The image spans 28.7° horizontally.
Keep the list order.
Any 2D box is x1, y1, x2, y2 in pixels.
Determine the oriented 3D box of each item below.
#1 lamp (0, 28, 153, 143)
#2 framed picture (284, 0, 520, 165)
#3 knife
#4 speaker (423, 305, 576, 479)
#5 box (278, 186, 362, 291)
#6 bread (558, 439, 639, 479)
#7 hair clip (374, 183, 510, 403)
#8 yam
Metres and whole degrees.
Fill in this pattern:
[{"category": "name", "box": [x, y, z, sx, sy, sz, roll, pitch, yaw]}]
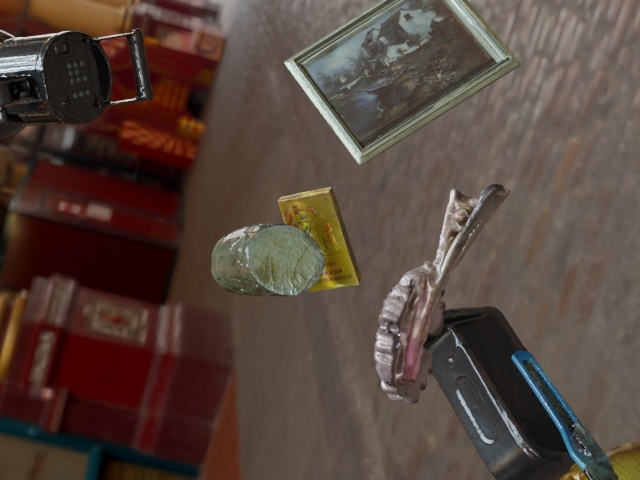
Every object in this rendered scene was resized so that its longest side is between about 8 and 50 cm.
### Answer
[{"category": "lamp", "box": [-0.321, -0.170, 1.356, 0.227, 0.172, 0.147, 2, 105, 41]}, {"category": "framed picture", "box": [0.122, -0.276, 1.924, 0.232, 0.296, 0.019, 54, 174, 25]}, {"category": "knife", "box": [0.331, 0.242, 1.711, 0.296, 0.044, 0.026, -119, 21, -51]}, {"category": "speaker", "box": [0.304, 0.296, 2.324, 0.388, 0.184, 0.180, 58, 136, 22]}, {"category": "box", "box": [0.000, 0.000, 1.877, 0.022, 0.089, 0.156, -55, -48, -60]}, {"category": "bread", "box": [0.447, 0.417, 1.964, 0.148, 0.269, 0.270, 58, 146, 25]}, {"category": "hair clip", "box": [0.143, 0.058, 1.572, 0.173, 0.069, 0.300, 19, -83, -61]}, {"category": "yam", "box": [-0.082, 0.029, 1.669, 0.183, 0.107, 0.107, -9, 66, 62]}]
